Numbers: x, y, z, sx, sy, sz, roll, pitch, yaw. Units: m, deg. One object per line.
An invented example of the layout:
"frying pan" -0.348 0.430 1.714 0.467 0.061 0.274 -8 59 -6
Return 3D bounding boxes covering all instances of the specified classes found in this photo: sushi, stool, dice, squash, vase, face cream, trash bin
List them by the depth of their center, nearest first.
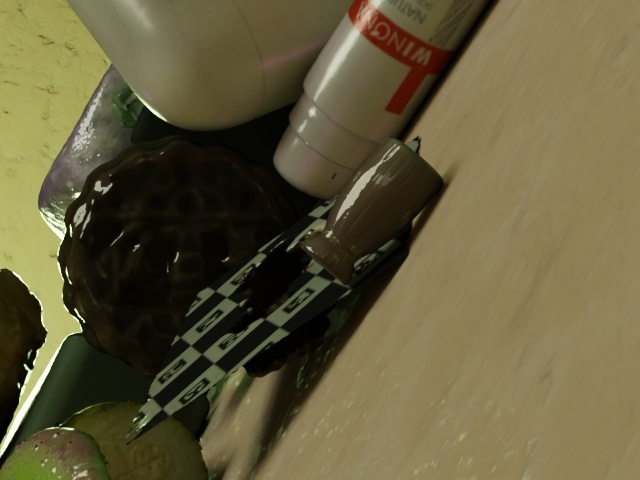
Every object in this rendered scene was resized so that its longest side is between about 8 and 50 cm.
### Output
"vase" 0.034 -0.020 1.289 0.100 0.053 0.053 -48 6 -1
"sushi" -0.014 0.049 1.440 0.264 0.050 0.290 -35 13 17
"squash" -0.148 0.201 1.583 0.137 0.137 0.287 -60 -6 -4
"face cream" 0.070 -0.180 1.616 0.345 0.102 0.102 -57 7 22
"trash bin" -0.265 0.290 1.775 0.223 0.158 0.343 -52 10 50
"stool" -0.064 -0.120 1.883 0.232 0.232 0.141 -52 7 49
"dice" -0.162 -0.091 2.246 0.270 0.270 0.271 -61 6 -22

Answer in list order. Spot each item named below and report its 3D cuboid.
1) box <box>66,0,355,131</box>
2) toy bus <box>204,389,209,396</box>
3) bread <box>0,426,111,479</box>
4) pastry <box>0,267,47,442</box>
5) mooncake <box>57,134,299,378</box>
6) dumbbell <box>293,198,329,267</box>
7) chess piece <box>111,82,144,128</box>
"box" -0.061 -0.257 1.753 0.349 0.288 0.141 -24 -26 -27
"toy bus" -0.186 0.138 1.973 0.275 0.138 0.167 -55 9 44
"bread" -0.213 0.276 1.361 0.301 0.045 0.301 -32 53 54
"pastry" -0.374 0.165 1.858 0.329 0.136 0.329 -61 6 11
"mooncake" -0.125 0.015 1.694 0.228 0.228 0.124 -60 7 -6
"dumbbell" 0.000 0.000 1.608 0.036 0.040 0.083 -16 30 29
"chess piece" -0.080 -0.197 2.067 0.299 0.194 0.194 -38 1 -14
